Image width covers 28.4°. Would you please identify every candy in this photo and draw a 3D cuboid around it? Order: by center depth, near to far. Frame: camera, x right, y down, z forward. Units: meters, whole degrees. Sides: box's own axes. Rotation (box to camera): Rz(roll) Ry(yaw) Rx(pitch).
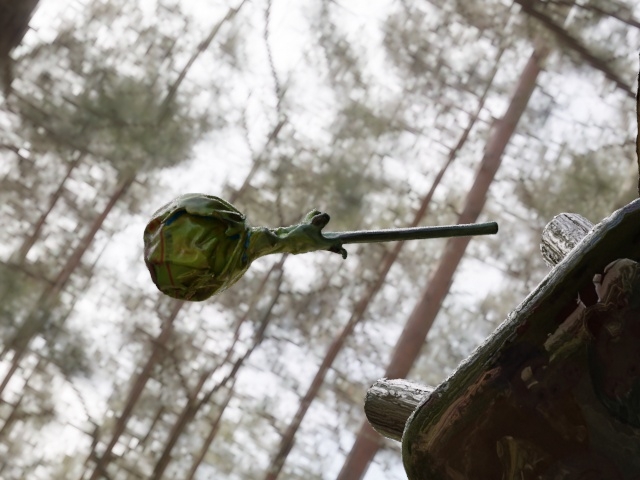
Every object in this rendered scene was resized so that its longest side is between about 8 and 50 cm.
[{"bbox_3d":[0.000,-0.002,0.933,0.262,0.077,0.073,-4,9,0],"label":"candy"}]

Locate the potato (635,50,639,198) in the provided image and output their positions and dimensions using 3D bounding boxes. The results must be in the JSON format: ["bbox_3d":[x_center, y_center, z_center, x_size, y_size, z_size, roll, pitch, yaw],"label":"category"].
[{"bbox_3d":[0.332,-0.113,1.129,0.081,0.200,0.164,4,-15,23],"label":"potato"}]

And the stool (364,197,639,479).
[{"bbox_3d":[0.234,0.158,1.007,0.310,0.310,0.226,48,-6,-4],"label":"stool"}]
